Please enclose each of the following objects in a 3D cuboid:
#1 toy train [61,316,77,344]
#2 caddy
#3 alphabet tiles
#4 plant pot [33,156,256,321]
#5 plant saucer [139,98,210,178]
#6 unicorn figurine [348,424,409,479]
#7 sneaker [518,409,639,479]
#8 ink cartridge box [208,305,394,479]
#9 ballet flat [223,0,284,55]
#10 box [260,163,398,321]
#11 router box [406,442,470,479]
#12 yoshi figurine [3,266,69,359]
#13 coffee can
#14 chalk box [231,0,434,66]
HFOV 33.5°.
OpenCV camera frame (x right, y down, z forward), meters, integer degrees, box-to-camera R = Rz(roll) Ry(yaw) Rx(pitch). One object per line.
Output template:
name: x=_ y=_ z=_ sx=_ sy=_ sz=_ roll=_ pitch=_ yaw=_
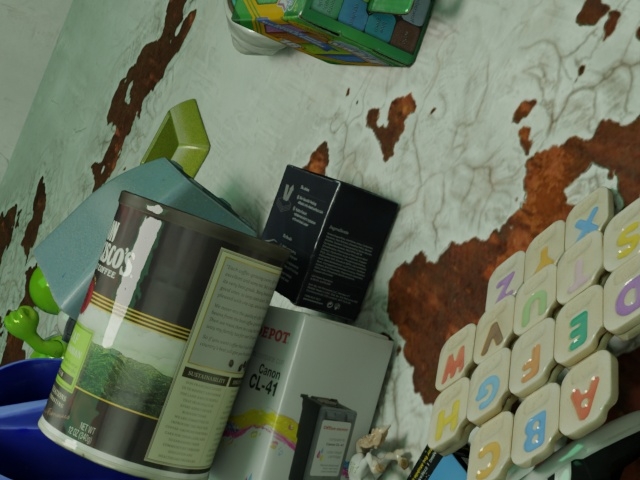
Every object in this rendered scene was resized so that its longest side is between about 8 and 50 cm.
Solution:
toy train: x=-0.372 y=0.172 z=1.853 sx=0.184 sy=0.105 sz=0.080 roll=12 pitch=84 yaw=54
caddy: x=-0.344 y=0.285 z=1.535 sx=0.241 sy=0.341 sz=0.179 roll=-106 pitch=27 yaw=-46
alphabet tiles: x=0.193 y=0.079 z=0.938 sx=0.284 sy=0.021 sz=0.278 roll=-44 pitch=21 yaw=40
plant pot: x=-0.240 y=0.025 z=1.602 sx=0.252 sy=0.247 sz=0.248 roll=-50 pitch=30 yaw=0
plant saucer: x=-0.279 y=-0.151 z=1.959 sx=0.188 sy=0.045 sz=0.188 roll=-57 pitch=32 yaw=24
unicorn figurine: x=0.042 y=0.283 z=1.140 sx=0.111 sy=0.060 sz=0.162 roll=-22 pitch=38 yaw=55
sneaker: x=0.208 y=0.241 z=0.866 sx=0.217 sy=0.079 sz=0.121 roll=-40 pitch=66 yaw=19
ink cartridge box: x=-0.058 y=0.234 z=1.258 sx=0.226 sy=0.131 sz=0.306 roll=5 pitch=79 yaw=61
ballet flat: x=-0.103 y=-0.377 z=1.730 sx=0.139 sy=0.139 sz=0.400 roll=-56 pitch=28 yaw=26
box: x=0.000 y=0.000 z=1.333 sx=0.156 sy=0.093 sz=0.158 roll=26 pitch=97 yaw=62
router box: x=0.111 y=0.294 z=1.013 sx=0.179 sy=0.046 sz=0.133 roll=-63 pitch=30 yaw=14
yoshi figurine: x=-0.510 y=0.180 z=2.019 sx=0.362 sy=0.203 sz=0.203 roll=-59 pitch=24 yaw=15
coffee can: x=-0.172 y=0.106 z=1.188 sx=0.201 sy=0.201 sz=0.275 roll=17 pitch=87 yaw=61
chalk box: x=0.037 y=-0.339 z=1.383 sx=0.289 sy=0.179 sz=0.180 roll=18 pitch=89 yaw=62
